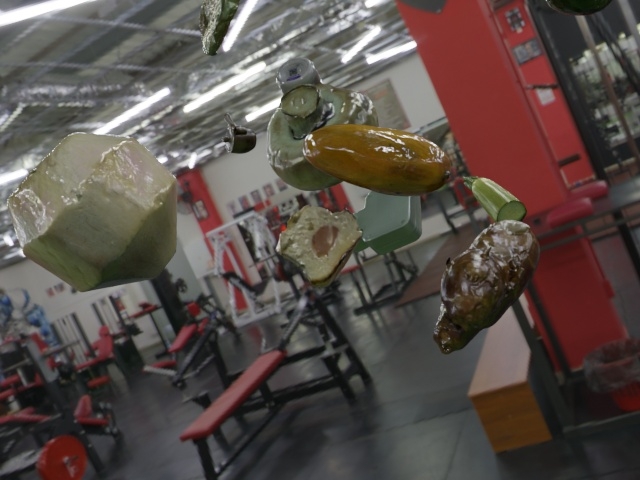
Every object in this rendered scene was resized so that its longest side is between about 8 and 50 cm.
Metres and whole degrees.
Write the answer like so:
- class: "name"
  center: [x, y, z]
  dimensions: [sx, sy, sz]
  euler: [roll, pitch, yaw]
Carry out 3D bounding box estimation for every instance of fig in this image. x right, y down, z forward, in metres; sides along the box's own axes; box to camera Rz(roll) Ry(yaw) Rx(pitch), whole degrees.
- class: "fig"
  center: [0.428, -0.445, 1.107]
  dimensions: [0.117, 0.117, 0.177]
  euler: [-25, 23, -23]

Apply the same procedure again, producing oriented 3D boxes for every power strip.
- class: "power strip"
  center: [0.172, -0.074, 1.976]
  dimensions: [0.261, 0.141, 0.229]
  euler: [-25, 39, 29]

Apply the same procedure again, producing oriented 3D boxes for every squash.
- class: "squash"
  center: [0.669, -0.179, 2.490]
  dimensions: [0.137, 0.287, 0.137]
  euler: [-27, -28, -15]

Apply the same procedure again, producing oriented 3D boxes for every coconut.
- class: "coconut"
  center: [-0.457, -0.053, 1.364]
  dimensions: [0.353, 0.352, 0.352]
  euler: [-24, 4, 2]

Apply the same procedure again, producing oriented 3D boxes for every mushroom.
- class: "mushroom"
  center: [0.001, -0.306, 1.812]
  dimensions: [0.352, 0.260, 0.352]
  euler: [-16, 47, 18]

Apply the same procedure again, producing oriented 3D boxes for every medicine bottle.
- class: "medicine bottle"
  center: [-0.053, -0.498, 2.152]
  dimensions: [0.135, 0.135, 0.215]
  euler: [-24, -38, 7]

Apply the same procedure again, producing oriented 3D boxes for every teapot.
- class: "teapot"
  center: [-0.199, -0.266, 1.536]
  dimensions: [0.080, 0.110, 0.085]
  euler: [-2, -29, -28]

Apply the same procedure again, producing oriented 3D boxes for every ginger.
- class: "ginger"
  center: [0.414, 0.072, 1.547]
  dimensions: [0.418, 0.176, 0.254]
  euler: [-44, -26, -30]

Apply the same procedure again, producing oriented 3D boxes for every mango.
- class: "mango"
  center: [0.115, -0.182, 1.411]
  dimensions: [0.360, 0.143, 0.187]
  euler: [15, 3, 20]

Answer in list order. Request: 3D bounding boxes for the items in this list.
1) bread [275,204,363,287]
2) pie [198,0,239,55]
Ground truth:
- class: "bread"
  center: [0.003, -0.005, 1.659]
  dimensions: [0.211, 0.184, 0.224]
  euler: [-52, -5, 0]
- class: "pie"
  center: [-0.312, -0.705, 1.984]
  dimensions: [0.079, 0.276, 0.277]
  euler: [9, -12, -26]
